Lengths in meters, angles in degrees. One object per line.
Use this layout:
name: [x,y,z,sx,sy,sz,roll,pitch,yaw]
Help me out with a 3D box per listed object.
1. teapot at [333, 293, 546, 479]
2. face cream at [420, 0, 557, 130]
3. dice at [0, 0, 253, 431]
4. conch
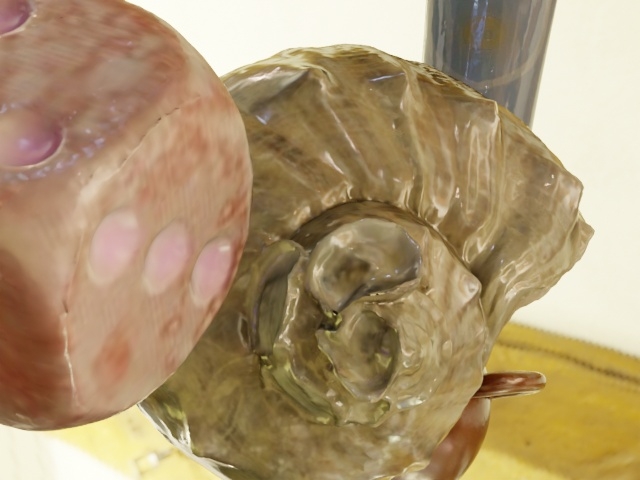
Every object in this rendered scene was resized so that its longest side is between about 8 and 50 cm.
teapot: [0.026,0.078,0.846,0.173,0.116,0.116,-9,-79,29]
face cream: [0.128,-0.144,1.376,0.135,0.385,0.086,5,-26,10]
dice: [-0.079,-0.010,0.478,0.094,0.091,0.093,20,-42,21]
conch: [-0.007,-0.010,0.756,0.159,0.210,0.291,52,-4,-30]
